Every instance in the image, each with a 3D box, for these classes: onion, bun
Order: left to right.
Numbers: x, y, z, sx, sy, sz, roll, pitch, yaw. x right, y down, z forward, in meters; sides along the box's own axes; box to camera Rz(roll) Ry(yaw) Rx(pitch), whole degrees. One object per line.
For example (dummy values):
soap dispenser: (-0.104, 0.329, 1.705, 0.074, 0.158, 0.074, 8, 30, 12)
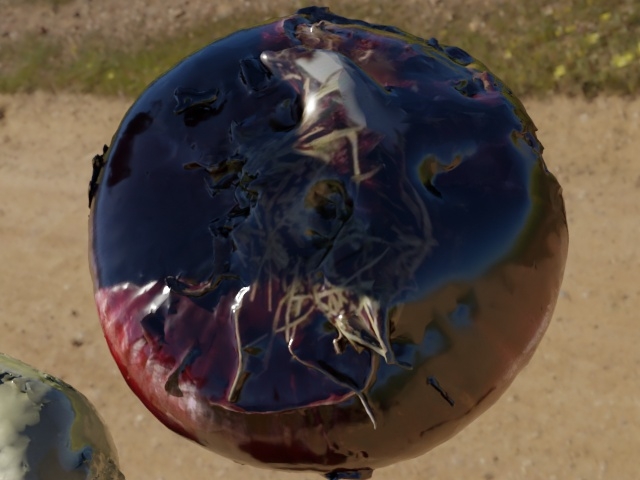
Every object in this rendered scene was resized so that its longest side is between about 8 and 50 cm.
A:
bun: (-0.315, 0.268, 1.076, 0.362, 0.234, 0.326, 27, 78, 36)
onion: (0.000, 0.000, 0.770, 0.313, 0.232, 0.314, -3, 72, 8)
